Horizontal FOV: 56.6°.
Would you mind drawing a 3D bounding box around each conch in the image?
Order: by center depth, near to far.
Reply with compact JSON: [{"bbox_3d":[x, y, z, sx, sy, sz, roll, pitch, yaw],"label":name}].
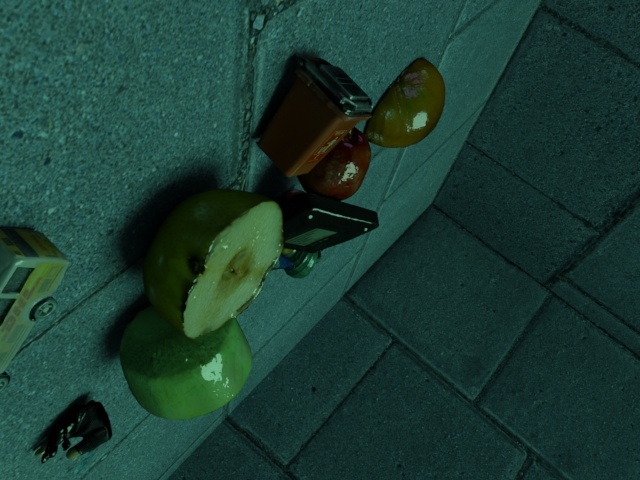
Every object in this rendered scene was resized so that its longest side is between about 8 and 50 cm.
[{"bbox_3d":[-0.070,0.033,2.009,0.202,0.134,0.196,76,14,-66],"label":"conch"}]

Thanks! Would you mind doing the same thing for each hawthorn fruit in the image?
[{"bbox_3d":[0.043,-0.231,1.506,0.207,0.207,0.243,-34,164,-50],"label":"hawthorn fruit"}]

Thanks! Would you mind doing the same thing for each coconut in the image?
[{"bbox_3d":[-0.327,0.291,1.476,0.328,0.281,0.328,-33,131,-48],"label":"coconut"}]

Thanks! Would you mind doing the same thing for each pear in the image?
[{"bbox_3d":[-0.247,0.024,1.288,0.340,0.191,0.386,-59,166,1],"label":"pear"}]

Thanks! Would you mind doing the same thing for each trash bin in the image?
[{"bbox_3d":[-0.028,-0.272,1.314,0.238,0.184,0.161,-46,170,27],"label":"trash bin"}]

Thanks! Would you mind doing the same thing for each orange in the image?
[{"bbox_3d":[0.276,-0.442,1.968,0.310,0.274,0.274,-18,161,-5],"label":"orange"}]

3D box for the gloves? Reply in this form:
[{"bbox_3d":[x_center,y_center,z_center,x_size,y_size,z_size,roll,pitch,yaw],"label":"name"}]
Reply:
[{"bbox_3d":[-0.631,0.486,1.498,0.181,0.106,0.129,-18,156,-11],"label":"gloves"}]

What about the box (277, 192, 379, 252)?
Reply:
[{"bbox_3d":[-0.027,-0.037,1.616,0.289,0.073,0.290,13,155,-42],"label":"box"}]

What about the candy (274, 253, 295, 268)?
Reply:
[{"bbox_3d":[-0.186,0.054,1.662,0.331,0.187,0.077,48,41,-80],"label":"candy"}]

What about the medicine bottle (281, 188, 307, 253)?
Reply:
[{"bbox_3d":[-0.090,-0.056,1.776,0.096,0.096,0.192,-38,162,-42],"label":"medicine bottle"}]

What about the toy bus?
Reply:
[{"bbox_3d":[-0.521,0.140,0.913,0.342,0.097,0.138,-54,164,8],"label":"toy bus"}]
